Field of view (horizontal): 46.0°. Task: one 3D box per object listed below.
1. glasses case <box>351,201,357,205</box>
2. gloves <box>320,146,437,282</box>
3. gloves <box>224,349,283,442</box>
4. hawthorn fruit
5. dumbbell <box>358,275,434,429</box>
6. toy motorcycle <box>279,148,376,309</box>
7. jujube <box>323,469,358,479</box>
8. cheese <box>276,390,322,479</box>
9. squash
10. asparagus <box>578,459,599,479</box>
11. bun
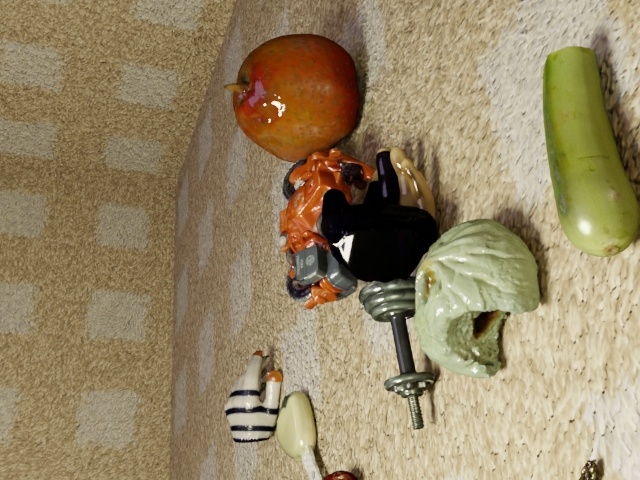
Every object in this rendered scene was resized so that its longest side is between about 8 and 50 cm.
[{"bbox_3d":[0.032,0.015,1.553,0.205,0.047,0.071,115,145,-42],"label":"glasses case"},{"bbox_3d":[0.090,-0.044,1.219,0.301,0.197,0.152,-79,-16,-46],"label":"gloves"},{"bbox_3d":[-0.172,0.389,1.896,0.140,0.131,0.218,160,106,-66],"label":"gloves"},{"bbox_3d":[-0.072,-0.305,1.582,0.277,0.298,0.277,-3,87,58],"label":"hawthorn fruit"},{"bbox_3d":[0.127,0.163,1.166,0.110,0.110,0.254,132,134,-59],"label":"dumbbell"},{"bbox_3d":[0.015,-0.041,1.405,0.221,0.148,0.325,-26,54,34],"label":"toy motorcycle"},{"bbox_3d":[0.038,0.476,1.340,0.077,0.077,0.129,149,120,-66],"label":"jujube"},{"bbox_3d":[-0.037,0.435,1.598,0.251,0.054,0.127,-122,43,-60],"label":"cheese"},{"bbox_3d":[0.289,-0.095,0.822,0.083,0.083,0.250,128,147,-56],"label":"squash"},{"bbox_3d":[0.268,0.352,0.804,0.025,0.024,0.248,10,93,28],"label":"asparagus"},{"bbox_3d":[0.185,0.075,0.981,0.204,0.126,0.212,-150,67,-71],"label":"bun"}]
